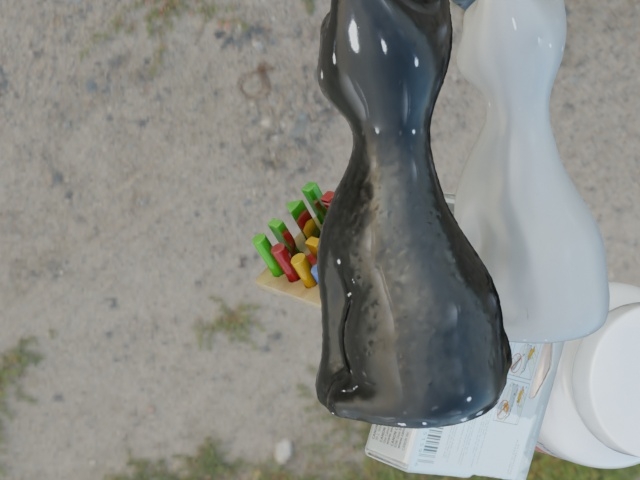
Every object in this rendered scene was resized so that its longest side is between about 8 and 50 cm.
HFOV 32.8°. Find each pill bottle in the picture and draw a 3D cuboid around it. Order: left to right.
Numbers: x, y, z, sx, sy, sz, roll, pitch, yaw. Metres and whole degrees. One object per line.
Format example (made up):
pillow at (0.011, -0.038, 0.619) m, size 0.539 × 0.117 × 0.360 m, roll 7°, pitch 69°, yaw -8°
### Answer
pill bottle at (0.326, 0.165, 1.388) m, size 0.229 × 0.408 × 0.228 m, roll 1°, pitch 87°, yaw -13°

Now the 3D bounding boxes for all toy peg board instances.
toy peg board at (0.000, 0.000, 1.444) m, size 0.161 × 0.161 × 0.079 m, roll -47°, pitch 127°, yaw -22°

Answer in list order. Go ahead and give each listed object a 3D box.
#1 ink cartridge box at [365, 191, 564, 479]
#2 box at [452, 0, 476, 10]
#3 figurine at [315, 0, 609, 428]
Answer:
ink cartridge box at (0.173, 0.111, 1.145) m, size 0.239 × 0.060 × 0.275 m, roll 20°, pitch 86°, yaw -50°
box at (0.242, -0.437, 1.804) m, size 0.052 × 0.083 × 0.062 m, roll 27°, pitch 136°, yaw -33°
figurine at (0.076, -0.039, 0.554) m, size 0.092 × 0.215 × 0.209 m, roll 3°, pitch 104°, yaw 36°
